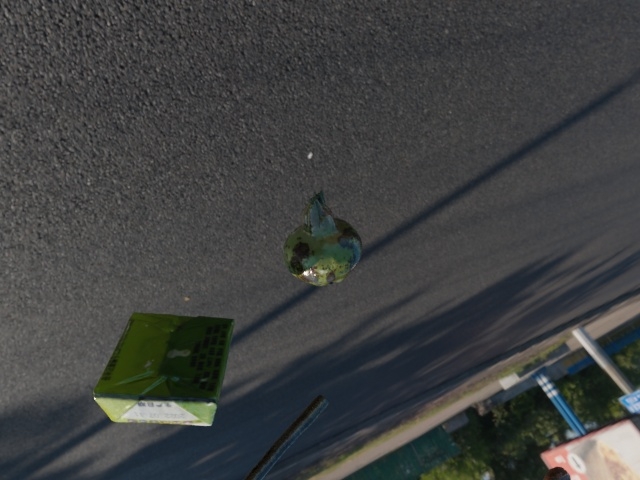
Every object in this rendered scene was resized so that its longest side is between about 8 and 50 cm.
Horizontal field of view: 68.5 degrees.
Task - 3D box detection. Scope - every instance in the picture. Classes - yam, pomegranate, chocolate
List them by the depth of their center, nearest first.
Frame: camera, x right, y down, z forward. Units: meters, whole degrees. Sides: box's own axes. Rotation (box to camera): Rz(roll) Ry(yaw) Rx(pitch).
[{"bbox_3d":[-0.389,0.334,1.236,0.289,0.301,0.137,4,120,-3],"label":"chocolate"},{"bbox_3d":[-0.089,0.535,1.263,0.045,0.045,0.327,-29,-175,45],"label":"yam"},{"bbox_3d":[0.010,0.008,1.341,0.222,0.204,0.276,-25,154,-23],"label":"pomegranate"}]

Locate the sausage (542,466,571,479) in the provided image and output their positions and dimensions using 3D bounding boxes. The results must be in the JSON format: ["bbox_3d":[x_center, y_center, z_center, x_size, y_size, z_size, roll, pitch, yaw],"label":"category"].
[{"bbox_3d":[0.482,0.629,0.968,0.078,0.304,0.078,11,149,7],"label":"sausage"}]
